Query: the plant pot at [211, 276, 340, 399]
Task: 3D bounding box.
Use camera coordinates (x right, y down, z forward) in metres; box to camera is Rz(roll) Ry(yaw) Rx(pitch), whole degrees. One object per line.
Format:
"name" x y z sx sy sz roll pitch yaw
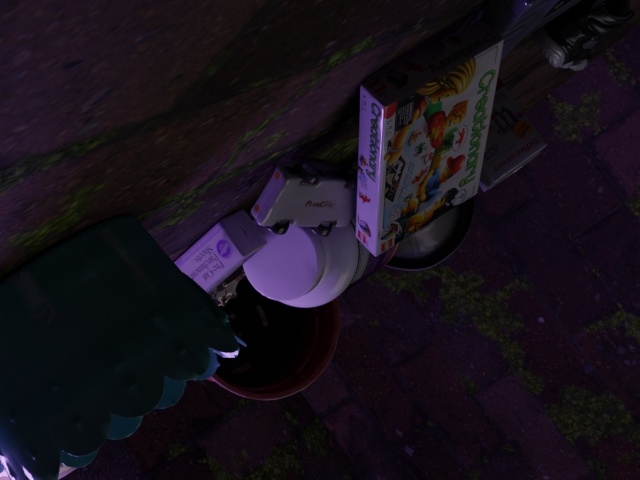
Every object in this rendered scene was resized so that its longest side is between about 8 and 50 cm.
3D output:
"plant pot" -0.139 0.152 1.953 0.272 0.272 0.265 -34 -176 -22

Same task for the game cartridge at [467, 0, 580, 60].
"game cartridge" 0.345 -0.354 1.429 0.355 0.068 0.230 -34 180 -20

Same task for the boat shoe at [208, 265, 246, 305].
"boat shoe" -0.157 0.064 1.762 0.228 0.069 0.081 -43 -178 -22

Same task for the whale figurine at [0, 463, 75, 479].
"whale figurine" -0.536 0.358 1.993 0.272 0.141 0.216 -6 -162 43

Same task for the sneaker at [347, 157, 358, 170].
"sneaker" 0.150 -0.138 1.854 0.292 0.118 0.110 -36 178 29

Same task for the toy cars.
"toy cars" 0.061 -0.123 1.490 0.393 0.087 0.176 -32 149 -19

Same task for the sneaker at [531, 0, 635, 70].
"sneaker" 0.461 -0.368 1.842 0.153 0.101 0.268 -35 174 27

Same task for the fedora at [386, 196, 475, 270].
"fedora" 0.158 -0.084 1.991 0.243 0.275 0.124 -5 150 11

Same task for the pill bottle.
"pill bottle" 0.000 0.000 1.723 0.181 0.181 0.323 -38 175 25

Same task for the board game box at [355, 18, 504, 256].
"board game box" 0.137 -0.127 1.430 0.193 0.053 0.305 -32 149 -20

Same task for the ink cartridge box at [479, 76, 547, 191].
"ink cartridge box" 0.315 -0.201 2.026 0.128 0.176 0.127 -36 176 -3

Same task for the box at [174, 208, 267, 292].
"box" -0.207 0.068 1.627 0.324 0.067 0.063 -38 176 37

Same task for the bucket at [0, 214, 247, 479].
"bucket" -0.237 0.115 1.116 0.281 0.183 0.281 -35 176 -3
